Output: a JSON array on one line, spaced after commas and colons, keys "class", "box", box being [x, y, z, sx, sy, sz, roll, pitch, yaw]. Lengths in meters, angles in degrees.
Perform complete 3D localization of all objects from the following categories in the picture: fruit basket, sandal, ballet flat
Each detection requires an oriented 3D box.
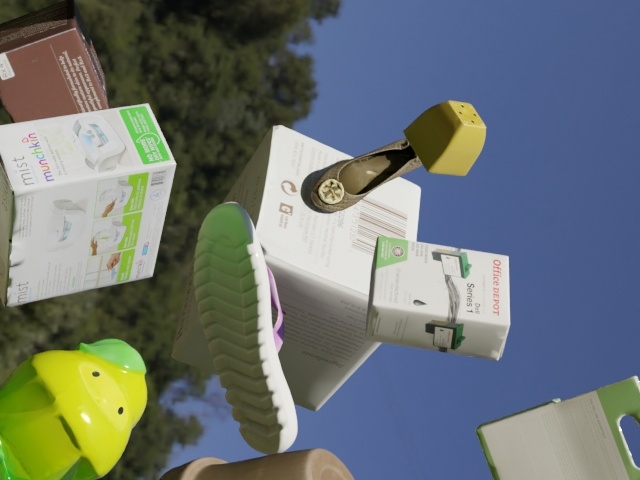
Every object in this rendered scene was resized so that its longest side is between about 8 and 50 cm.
[{"class": "fruit basket", "box": [-0.353, 0.255, 1.502, 0.283, 0.392, 0.392, 166, -65, -82]}, {"class": "sandal", "box": [-0.109, 0.138, 2.080, 0.169, 0.102, 0.416, -1, -78, 45]}, {"class": "ballet flat", "box": [0.095, -0.126, 2.340, 0.084, 0.250, 0.058, 64, -17, 6]}]

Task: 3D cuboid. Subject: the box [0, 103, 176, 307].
[{"class": "box", "box": [-0.345, -0.045, 1.804, 0.127, 0.231, 0.262, 63, -28, 31]}]

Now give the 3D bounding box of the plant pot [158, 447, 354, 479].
[{"class": "plant pot", "box": [-0.067, 0.390, 1.748, 0.229, 0.263, 0.263, -29, -132, 21]}]

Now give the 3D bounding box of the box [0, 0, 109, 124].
[{"class": "box", "box": [-0.483, -0.303, 2.272, 0.203, 0.167, 0.168, -115, -174, -62]}]

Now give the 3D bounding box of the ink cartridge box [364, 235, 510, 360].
[{"class": "ink cartridge box", "box": [0.188, 0.090, 2.037, 0.160, 0.219, 0.093, -84, -178, -45]}]

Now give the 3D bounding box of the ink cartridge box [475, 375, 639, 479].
[{"class": "ink cartridge box", "box": [0.349, 0.296, 1.743, 0.235, 0.056, 0.171, -22, -96, 17]}]

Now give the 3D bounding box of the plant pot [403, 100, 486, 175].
[{"class": "plant pot", "box": [0.183, -0.149, 1.792, 0.083, 0.081, 0.081, -50, -126, 33]}]

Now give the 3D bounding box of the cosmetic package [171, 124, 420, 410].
[{"class": "cosmetic package", "box": [-0.047, 0.062, 2.480, 0.394, 0.327, 0.329, -52, -158, 44]}]
